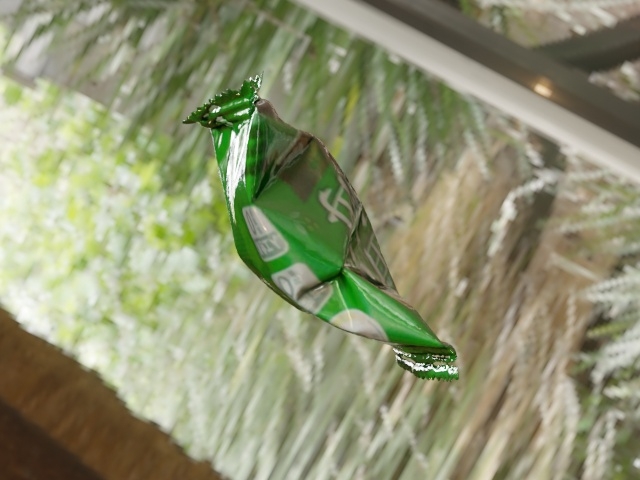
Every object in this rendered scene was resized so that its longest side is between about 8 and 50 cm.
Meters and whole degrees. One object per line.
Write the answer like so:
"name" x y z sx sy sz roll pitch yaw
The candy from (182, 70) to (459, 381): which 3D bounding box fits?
"candy" -0.003 0.002 0.847 0.203 0.078 0.141 52 -177 -8
